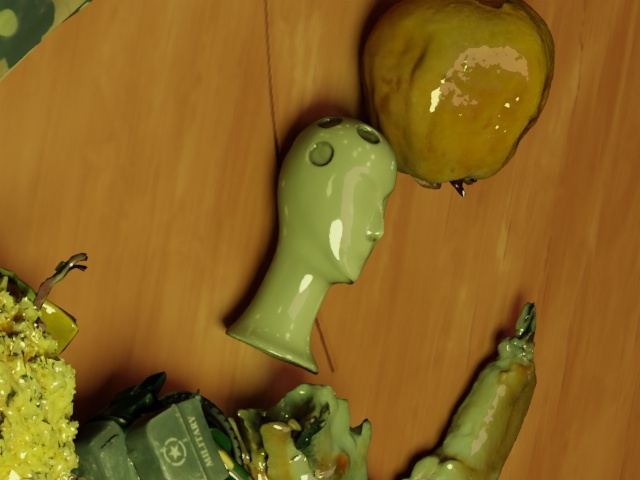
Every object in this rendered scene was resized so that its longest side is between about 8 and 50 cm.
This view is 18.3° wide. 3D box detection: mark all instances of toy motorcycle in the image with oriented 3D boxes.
[{"bbox_3d":[-0.075,0.216,1.125,0.187,0.124,0.275,-19,85,-48],"label":"toy motorcycle"}]

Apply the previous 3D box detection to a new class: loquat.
[{"bbox_3d":[0.088,-0.097,1.269,0.137,0.113,0.137,-26,127,-39],"label":"loquat"}]

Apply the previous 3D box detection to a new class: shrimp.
[{"bbox_3d":[0.056,0.159,1.309,0.287,0.068,0.185,-14,116,-42],"label":"shrimp"}]

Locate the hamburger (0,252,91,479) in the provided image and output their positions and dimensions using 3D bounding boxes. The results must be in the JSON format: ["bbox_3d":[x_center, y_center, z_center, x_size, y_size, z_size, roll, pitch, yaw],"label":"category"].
[{"bbox_3d":[-0.221,0.100,1.016,0.243,0.138,0.262,21,85,-41],"label":"hamburger"}]

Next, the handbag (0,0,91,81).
[{"bbox_3d":[-0.192,-0.151,0.958,0.251,0.193,0.190,-49,130,-22],"label":"handbag"}]

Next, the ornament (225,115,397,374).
[{"bbox_3d":[0.000,0.000,1.232,0.075,0.081,0.156,29,82,-56],"label":"ornament"}]
